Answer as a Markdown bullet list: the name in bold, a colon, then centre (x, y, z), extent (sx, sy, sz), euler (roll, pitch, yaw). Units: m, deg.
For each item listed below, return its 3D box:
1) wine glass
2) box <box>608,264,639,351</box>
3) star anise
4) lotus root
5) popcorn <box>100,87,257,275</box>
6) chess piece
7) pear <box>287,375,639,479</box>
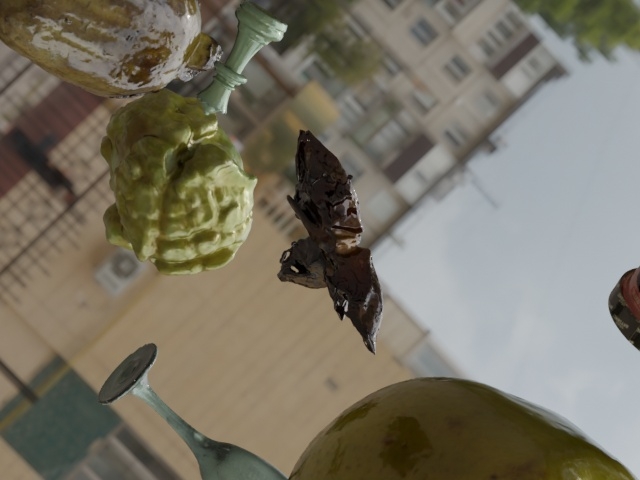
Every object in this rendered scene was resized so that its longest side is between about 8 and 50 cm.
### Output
- **wine glass**: centre (-0.170, 0.322, 1.921), extent (0.096, 0.309, 0.264), euler (-24, -154, 45)
- **box**: centre (0.416, 0.053, 1.765), extent (0.135, 0.151, 0.151), euler (-65, 174, 35)
- **star anise**: centre (0.004, -0.001, 1.493), extent (0.053, 0.212, 0.157), euler (-15, -174, -24)
- **lotus root**: centre (-0.198, -0.208, 1.460), extent (0.145, 0.260, 0.128), euler (-46, -137, 28)
- **popcorn**: centre (-0.189, -0.076, 2.078), extent (0.195, 0.256, 0.255), euler (-22, 169, -26)
- **chess piece**: centre (-0.065, -0.137, 1.231), extent (0.093, 0.042, 0.042), euler (-59, -176, 10)
- **pear**: centre (0.137, 0.313, 1.559), extent (0.418, 0.362, 0.362), euler (-25, -161, 50)
